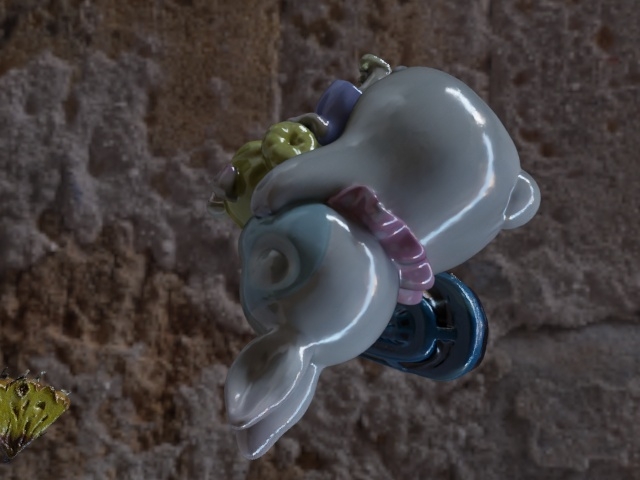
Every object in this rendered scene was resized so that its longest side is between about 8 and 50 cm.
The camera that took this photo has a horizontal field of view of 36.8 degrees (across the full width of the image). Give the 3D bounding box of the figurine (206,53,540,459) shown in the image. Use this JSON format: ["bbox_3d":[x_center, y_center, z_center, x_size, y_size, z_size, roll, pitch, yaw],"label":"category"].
[{"bbox_3d":[0.000,0.000,0.570,0.235,0.155,0.127,-41,169,-20],"label":"figurine"}]

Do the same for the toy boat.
[{"bbox_3d":[0.062,0.094,1.167,0.092,0.298,0.134,-5,100,-40],"label":"toy boat"}]

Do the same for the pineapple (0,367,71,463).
[{"bbox_3d":[-0.384,0.216,1.188,0.069,0.137,0.116,169,-72,-65],"label":"pineapple"}]
